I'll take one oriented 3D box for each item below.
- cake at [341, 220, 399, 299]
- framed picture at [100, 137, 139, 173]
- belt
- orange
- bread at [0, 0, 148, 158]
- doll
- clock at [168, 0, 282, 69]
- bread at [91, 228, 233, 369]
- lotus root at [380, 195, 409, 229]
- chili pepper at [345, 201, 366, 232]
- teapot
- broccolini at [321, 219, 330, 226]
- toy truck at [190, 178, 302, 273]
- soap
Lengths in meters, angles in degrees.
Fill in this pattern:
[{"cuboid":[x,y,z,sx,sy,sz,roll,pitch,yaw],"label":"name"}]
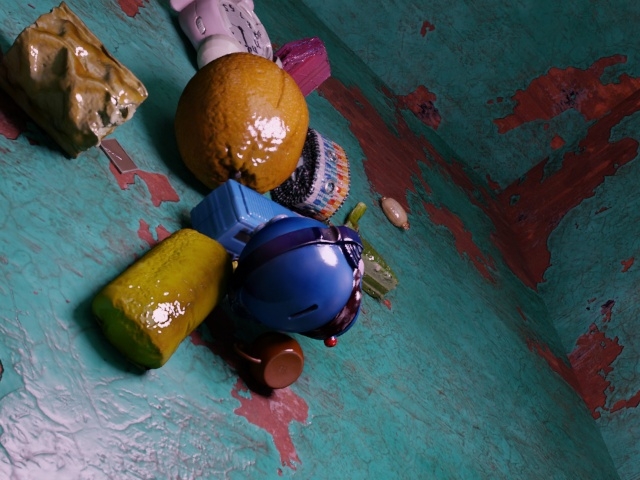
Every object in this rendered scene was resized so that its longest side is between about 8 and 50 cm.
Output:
[{"cuboid":[0.117,0.056,2.166,0.235,0.100,0.099,40,26,-24],"label":"cake"},{"cuboid":[-0.428,-0.180,1.629,0.089,0.006,0.066,52,23,2],"label":"framed picture"},{"cuboid":[-0.019,-0.167,2.112,0.160,0.207,0.295,29,29,-38],"label":"belt"},{"cuboid":[-0.183,-0.265,1.828,0.322,0.322,0.357,35,34,-33],"label":"orange"},{"cuboid":[-0.479,-0.305,1.483,0.252,0.196,0.238,47,24,-18],"label":"bread"},{"cuboid":[-0.036,0.079,1.528,0.310,0.284,0.240,55,12,-54],"label":"doll"},{"cuboid":[-0.275,-0.603,2.334,0.342,0.184,0.326,-5,64,-57],"label":"clock"},{"cuboid":[-0.264,0.086,1.403,0.166,0.112,0.383,50,23,-6],"label":"bread"},{"cuboid":[0.264,-0.096,2.712,0.150,0.062,0.073,53,23,7],"label":"lotus root"},{"cuboid":[0.104,-0.064,2.383,0.050,0.052,0.201,20,27,2],"label":"chili pepper"},{"cuboid":[-0.099,0.227,1.525,0.173,0.116,0.116,18,39,-36],"label":"teapot"},{"cuboid":[-0.001,0.001,2.131,0.044,0.042,0.218,42,30,-23],"label":"broccolini"},{"cuboid":[-0.107,0.018,1.732,0.385,0.162,0.161,29,30,-42],"label":"toy truck"},{"cuboid":[-0.076,-0.553,2.524,0.162,0.250,0.099,33,31,-41],"label":"soap"}]
